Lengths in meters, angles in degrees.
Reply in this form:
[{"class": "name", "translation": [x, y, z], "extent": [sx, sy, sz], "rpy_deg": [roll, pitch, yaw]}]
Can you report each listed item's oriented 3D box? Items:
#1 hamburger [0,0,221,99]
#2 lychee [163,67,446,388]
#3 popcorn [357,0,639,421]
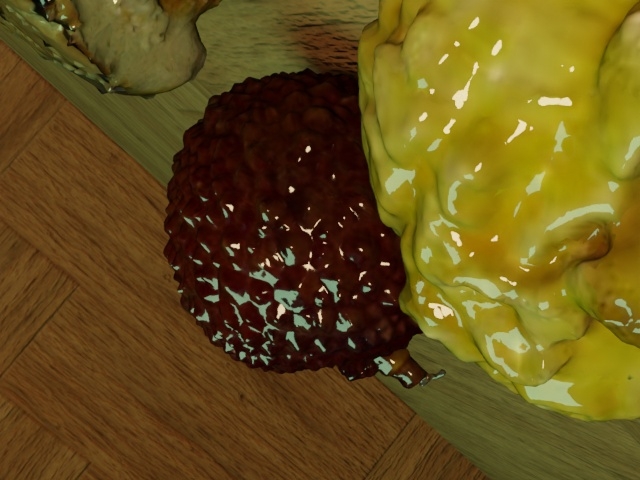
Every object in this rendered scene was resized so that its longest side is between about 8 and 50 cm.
[{"class": "hamburger", "translation": [-0.189, -0.254, 0.869], "extent": [0.277, 0.195, 0.318], "rpy_deg": [26, 162, 49]}, {"class": "lychee", "translation": [0.000, 0.000, 1.124], "extent": [0.300, 0.264, 0.264], "rpy_deg": [58, 170, 0]}, {"class": "popcorn", "translation": [0.132, -0.047, 0.592], "extent": [0.237, 0.206, 0.251], "rpy_deg": [58, 158, 23]}]
